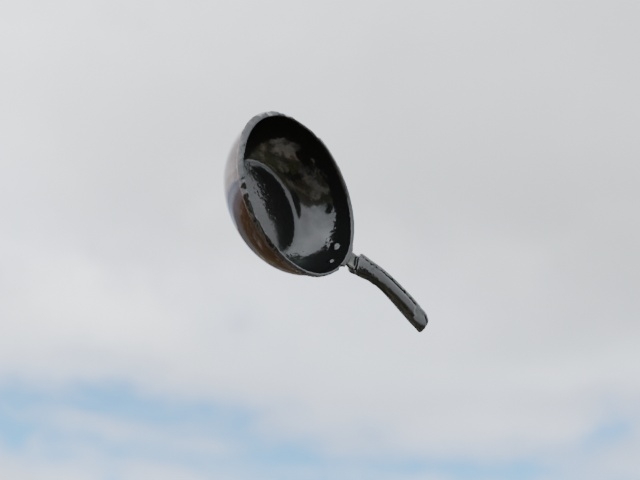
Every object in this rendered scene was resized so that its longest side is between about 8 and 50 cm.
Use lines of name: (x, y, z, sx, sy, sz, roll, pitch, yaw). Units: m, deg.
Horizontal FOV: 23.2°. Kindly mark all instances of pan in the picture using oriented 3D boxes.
pan: (0.000, 0.000, 0.617, 0.023, 0.068, 0.115, -26, -61, 34)
